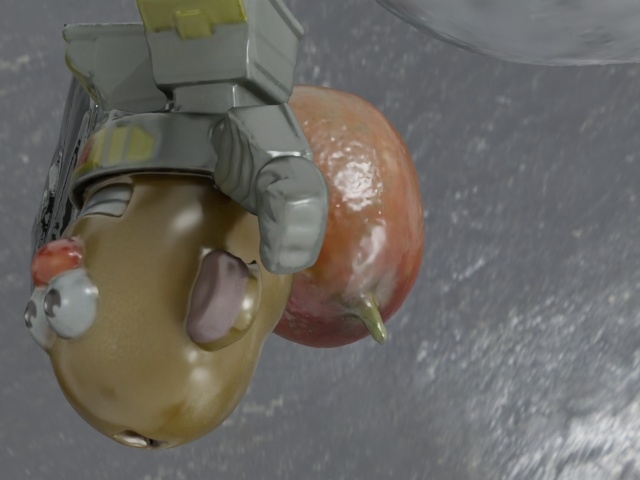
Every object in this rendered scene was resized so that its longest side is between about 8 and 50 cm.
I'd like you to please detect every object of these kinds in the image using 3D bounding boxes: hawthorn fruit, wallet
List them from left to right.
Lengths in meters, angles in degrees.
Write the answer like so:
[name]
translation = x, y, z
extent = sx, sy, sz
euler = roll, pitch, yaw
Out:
[wallet]
translation = -0.211, -0.050, 1.348
extent = 0.052, 0.245, 0.168
euler = 10, 30, -10
[hawthorn fruit]
translation = 0.000, 0.000, 1.242
extent = 0.199, 0.199, 0.251
euler = -17, 42, -8

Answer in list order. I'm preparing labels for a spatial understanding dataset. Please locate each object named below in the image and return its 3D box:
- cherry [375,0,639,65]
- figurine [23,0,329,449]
[cherry]
translation = 0.092, -0.218, 0.577
extent = 0.335, 0.326, 0.291
euler = -11, 50, -36
[figurine]
translation = -0.093, -0.012, 0.993
extent = 0.167, 0.342, 0.285
euler = 6, 74, -9
